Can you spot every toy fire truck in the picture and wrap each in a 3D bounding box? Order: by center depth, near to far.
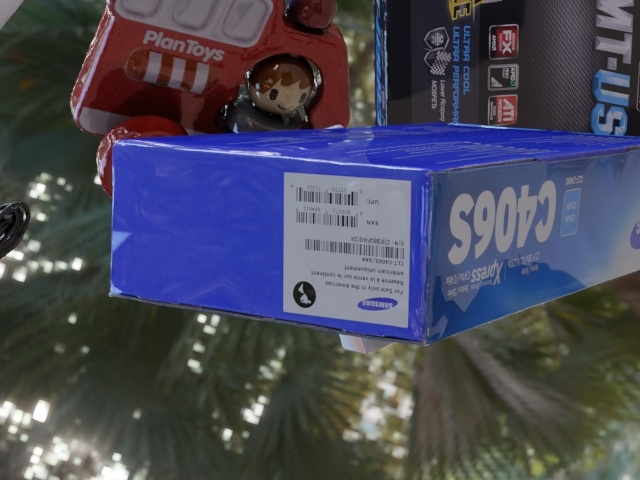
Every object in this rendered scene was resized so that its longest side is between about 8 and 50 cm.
[{"bbox_3d":[-0.100,-0.166,1.450,0.254,0.302,0.169,-61,30,34],"label":"toy fire truck"}]

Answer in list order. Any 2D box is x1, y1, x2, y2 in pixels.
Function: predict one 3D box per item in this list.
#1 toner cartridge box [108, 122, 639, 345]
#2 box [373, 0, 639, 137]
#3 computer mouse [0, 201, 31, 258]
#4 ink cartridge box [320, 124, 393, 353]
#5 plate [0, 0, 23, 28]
[{"bbox_3d":[0.061,-0.017,0.735,0.348,0.165,0.075,-10,-74,-58],"label":"toner cartridge box"},{"bbox_3d":[0.188,-0.152,1.060,0.073,0.293,0.295,-103,11,-67],"label":"box"},{"bbox_3d":[-0.401,-0.021,1.295,0.184,0.060,0.262,-54,-37,-11],"label":"computer mouse"},{"bbox_3d":[0.000,0.000,0.963,0.145,0.045,0.179,69,164,-4],"label":"ink cartridge box"},{"bbox_3d":[-0.393,-0.212,1.118,0.277,0.278,0.045,-45,-10,21],"label":"plate"}]
